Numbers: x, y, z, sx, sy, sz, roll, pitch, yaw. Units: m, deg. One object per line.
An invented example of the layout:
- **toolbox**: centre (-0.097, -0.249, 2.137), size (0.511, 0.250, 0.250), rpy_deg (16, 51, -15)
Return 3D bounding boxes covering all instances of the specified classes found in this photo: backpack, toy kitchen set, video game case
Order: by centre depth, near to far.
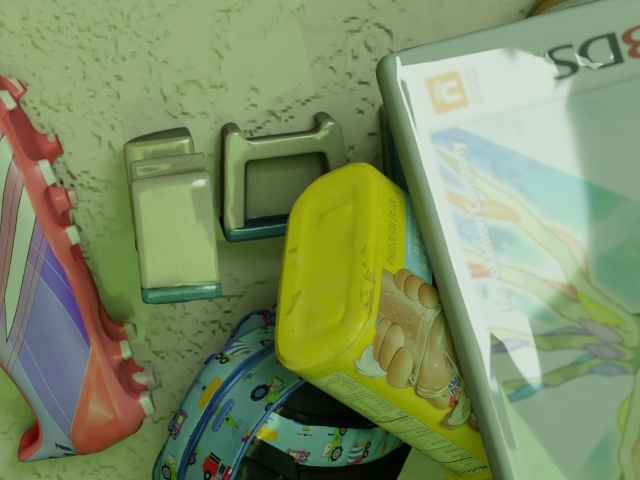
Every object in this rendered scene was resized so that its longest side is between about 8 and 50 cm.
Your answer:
- **video game case**: centre (0.214, 0.027, 0.867), size (0.300, 0.036, 0.329), rpy_deg (-15, 85, -9)
- **toy kitchen set**: centre (0.000, 0.000, 0.958), size (0.207, 0.166, 0.122), rpy_deg (-7, 103, -6)
- **backpack**: centre (-0.027, 0.114, 0.963), size (0.117, 0.173, 0.158), rpy_deg (34, 102, 29)

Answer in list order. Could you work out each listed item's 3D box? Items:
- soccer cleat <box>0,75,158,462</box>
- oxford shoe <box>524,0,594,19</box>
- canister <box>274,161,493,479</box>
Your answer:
- **soccer cleat**: centre (-0.176, 0.015, 0.985), size (0.095, 0.083, 0.248), rpy_deg (-21, 107, 2)
- **oxford shoe**: centre (0.213, 0.049, 0.948), size (0.169, 0.130, 0.449), rpy_deg (-25, 85, 29)
- **canister**: centre (0.056, 0.049, 0.908), size (0.073, 0.126, 0.170), rpy_deg (-22, 139, 35)
